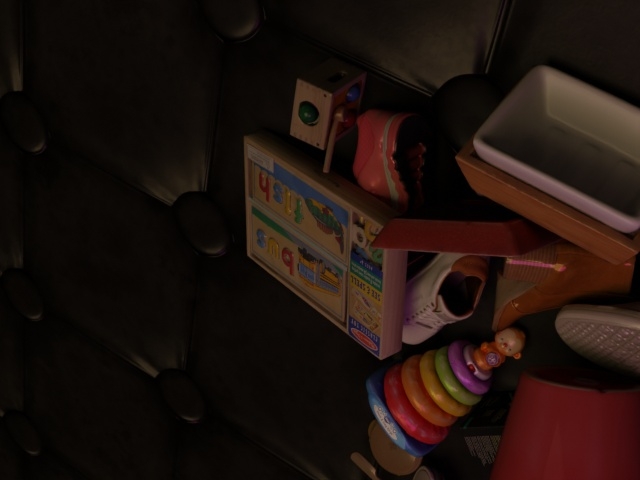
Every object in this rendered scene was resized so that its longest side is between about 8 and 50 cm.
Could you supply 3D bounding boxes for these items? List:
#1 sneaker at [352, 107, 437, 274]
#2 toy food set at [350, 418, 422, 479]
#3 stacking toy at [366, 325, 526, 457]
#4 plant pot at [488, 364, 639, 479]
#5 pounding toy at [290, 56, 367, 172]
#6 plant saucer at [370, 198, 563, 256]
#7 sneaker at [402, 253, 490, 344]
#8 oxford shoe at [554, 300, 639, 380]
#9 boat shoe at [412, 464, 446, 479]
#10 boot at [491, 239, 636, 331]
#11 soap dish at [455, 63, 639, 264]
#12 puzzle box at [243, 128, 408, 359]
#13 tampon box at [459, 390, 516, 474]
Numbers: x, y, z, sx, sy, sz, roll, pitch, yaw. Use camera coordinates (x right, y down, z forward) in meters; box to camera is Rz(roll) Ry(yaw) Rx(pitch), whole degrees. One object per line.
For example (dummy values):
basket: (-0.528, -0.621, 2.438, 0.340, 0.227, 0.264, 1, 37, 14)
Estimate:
sneaker: (0.120, -0.086, 1.978, 0.136, 0.116, 0.313, 26, 128, 42)
toy food set: (0.150, 0.396, 2.277, 0.132, 0.038, 0.192, 43, 121, 22)
stacking toy: (0.245, 0.240, 2.057, 0.302, 0.166, 0.175, -37, 81, 31)
plant pot: (0.401, 0.332, 1.813, 0.275, 0.275, 0.243, 8, 95, 35)
pounding toy: (0.015, -0.210, 1.936, 0.100, 0.141, 0.130, 27, 130, 22)
plant saucer: (0.250, -0.026, 1.798, 0.259, 0.258, 0.047, 3, 102, 38)
sneaker: (0.197, 0.108, 1.990, 0.106, 0.123, 0.290, 18, 135, -12)
oxford shoe: (0.573, 0.135, 1.721, 0.449, 0.130, 0.169, 2, 146, 33)
boat shoe: (0.237, 0.576, 2.308, 0.112, 0.095, 0.335, -129, 34, -56)
boot: (0.388, 0.085, 1.857, 0.211, 0.104, 0.295, 7, 155, 5)
soap dish: (0.373, -0.109, 1.673, 0.291, 0.229, 0.118, 30, 148, 20)
puzzle box: (0.000, 0.000, 2.056, 0.409, 0.052, 0.272, 35, 136, 42)
tampon box: (0.351, 0.335, 2.030, 0.161, 0.120, 0.101, -11, 109, 42)
